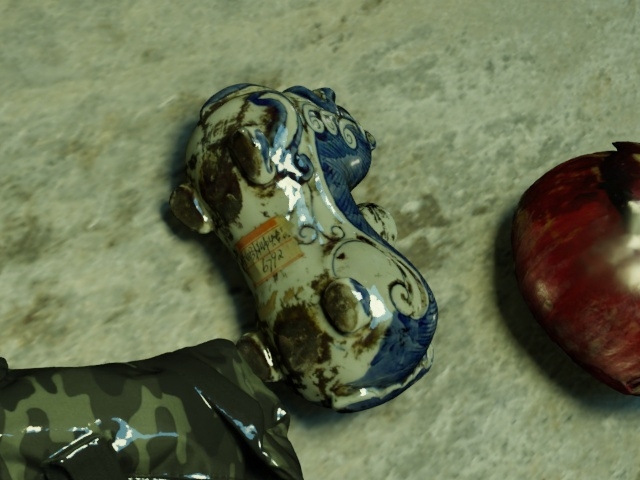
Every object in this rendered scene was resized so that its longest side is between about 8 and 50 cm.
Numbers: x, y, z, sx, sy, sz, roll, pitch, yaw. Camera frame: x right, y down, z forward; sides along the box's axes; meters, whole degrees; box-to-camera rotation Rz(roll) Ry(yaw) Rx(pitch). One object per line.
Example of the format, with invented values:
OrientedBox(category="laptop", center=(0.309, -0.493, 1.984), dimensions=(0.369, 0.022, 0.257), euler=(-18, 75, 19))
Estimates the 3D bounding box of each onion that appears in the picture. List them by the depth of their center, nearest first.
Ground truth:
OrientedBox(category="onion", center=(0.293, 0.021, 1.195), dimensions=(0.246, 0.190, 0.246), euler=(29, 43, -31))

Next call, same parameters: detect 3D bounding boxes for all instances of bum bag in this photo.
OrientedBox(category="bum bag", center=(-0.170, 0.138, 0.931), dimensions=(0.341, 0.095, 0.144), euler=(-1, 48, -31))

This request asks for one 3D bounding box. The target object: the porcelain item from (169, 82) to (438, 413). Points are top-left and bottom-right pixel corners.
OrientedBox(category="porcelain item", center=(0.000, 0.000, 1.082), dimensions=(0.186, 0.138, 0.288), euler=(-15, 72, -52))
